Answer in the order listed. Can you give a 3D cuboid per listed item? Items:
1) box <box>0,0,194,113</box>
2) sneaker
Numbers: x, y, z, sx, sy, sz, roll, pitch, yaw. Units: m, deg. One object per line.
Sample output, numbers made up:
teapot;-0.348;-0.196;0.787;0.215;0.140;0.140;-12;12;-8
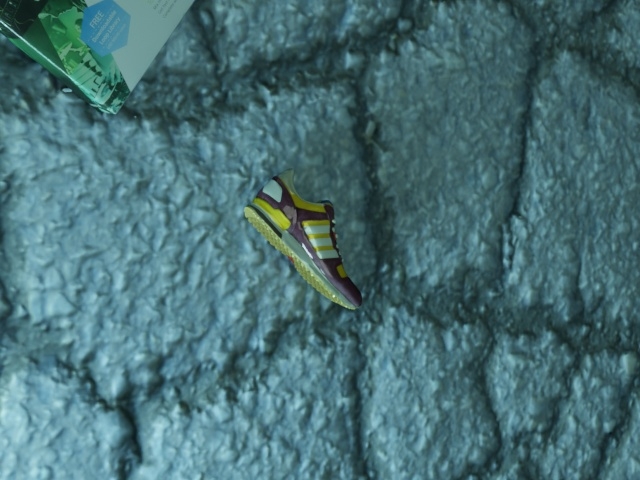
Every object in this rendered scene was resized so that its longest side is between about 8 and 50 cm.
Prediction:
box;-0.272;-0.316;1.117;0.322;0.058;0.232;39;76;-32
sneaker;0.000;0.000;1.284;0.084;0.069;0.185;-48;111;-11
